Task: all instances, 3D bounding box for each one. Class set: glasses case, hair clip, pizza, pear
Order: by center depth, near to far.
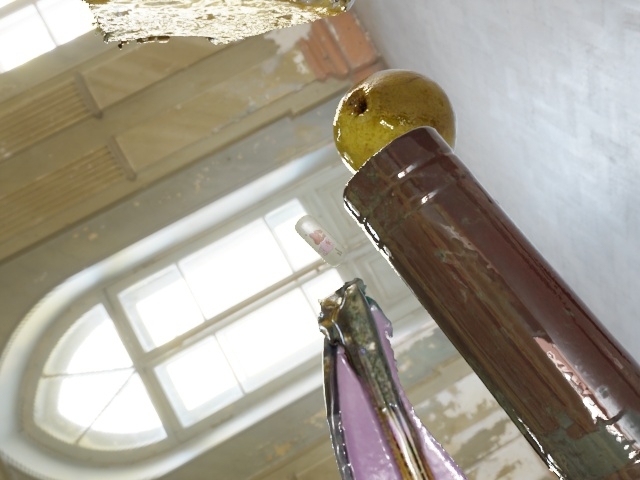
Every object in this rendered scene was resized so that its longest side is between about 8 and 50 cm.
[{"bbox_3d":[-0.124,-0.266,0.680,0.223,0.324,0.089,6,105,51],"label":"pizza"},{"bbox_3d":[0.075,0.211,0.701,0.096,0.110,0.358,-32,72,45],"label":"hair clip"},{"bbox_3d":[0.000,0.000,0.872,0.083,0.032,0.021,45,179,-7],"label":"glasses case"},{"bbox_3d":[0.118,-0.184,1.067,0.208,0.209,0.209,61,175,10],"label":"pear"}]

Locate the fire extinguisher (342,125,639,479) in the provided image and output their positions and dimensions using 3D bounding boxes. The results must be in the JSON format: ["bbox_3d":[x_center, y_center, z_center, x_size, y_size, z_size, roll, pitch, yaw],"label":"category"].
[{"bbox_3d":[0.115,0.063,0.355,0.267,0.072,0.089,53,145,15],"label":"fire extinguisher"}]
